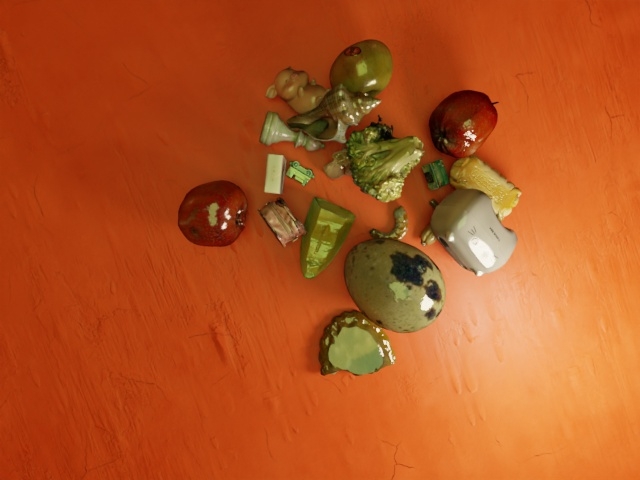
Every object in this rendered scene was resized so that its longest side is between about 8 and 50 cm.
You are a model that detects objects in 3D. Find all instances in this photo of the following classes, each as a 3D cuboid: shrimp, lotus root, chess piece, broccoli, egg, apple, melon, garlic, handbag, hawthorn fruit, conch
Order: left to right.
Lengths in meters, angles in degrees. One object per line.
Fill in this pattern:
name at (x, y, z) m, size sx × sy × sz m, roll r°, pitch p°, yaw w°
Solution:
hawthorn fruit at (-0.443, -0.100, 1.753) m, size 0.299 × 0.275 × 0.276 m, roll -12°, pitch 94°, yaw 11°
handbag at (-0.159, -0.076, 1.794) m, size 0.116 × 0.179 × 0.205 m, roll -36°, pitch 84°, yaw -5°
chess piece at (-0.109, -0.432, 1.803) m, size 0.271 × 0.139 × 0.139 m, roll 15°, pitch 94°, yaw -13°
melon at (0.000, 0.000, 1.825) m, size 0.196 × 0.124 × 0.324 m, roll 23°, pitch 101°, yaw 3°
conch at (0.056, -0.471, 1.655) m, size 0.386 × 0.169 × 0.203 m, roll -10°, pitch 88°, yaw 43°
garlic at (0.094, -0.323, 1.820) m, size 0.174 × 0.099 × 0.124 m, roll -21°, pitch 111°, yaw 5°
apple at (0.165, -0.659, 1.714) m, size 0.260 × 0.261 × 0.194 m, roll -24°, pitch 86°, yaw 2°
broccoli at (0.255, -0.324, 1.677) m, size 0.280 × 0.348 × 0.293 m, roll -21°, pitch 123°, yaw 39°
shrimp at (0.292, -0.070, 1.861) m, size 0.165 × 0.049 × 0.161 m, roll 0°, pitch 96°, yaw 8°
egg at (0.289, 0.170, 1.728) m, size 0.428 × 0.345 × 0.345 m, roll 40°, pitch 94°, yaw 13°
lotus root at (0.480, -0.037, 1.850) m, size 0.073 × 0.062 × 0.150 m, roll 42°, pitch 91°, yaw 20°
hawthorn fruit at (0.595, -0.477, 1.735) m, size 0.300 × 0.254 × 0.254 m, roll -26°, pitch 94°, yaw -10°

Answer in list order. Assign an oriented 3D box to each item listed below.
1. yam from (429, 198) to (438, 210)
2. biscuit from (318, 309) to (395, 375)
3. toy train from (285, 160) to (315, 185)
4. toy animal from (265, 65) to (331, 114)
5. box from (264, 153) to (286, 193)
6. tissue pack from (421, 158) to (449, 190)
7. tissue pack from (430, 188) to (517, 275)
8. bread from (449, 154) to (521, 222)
yam at (0.520, -0.117, 1.859) m, size 0.032 × 0.032 × 0.145 m, roll -43°, pitch 93°, yaw 3°
biscuit at (0.141, 0.485, 1.884) m, size 0.329 × 0.078 × 0.335 m, roll 44°, pitch 91°, yaw 1°
toy train at (-0.087, -0.285, 1.839) m, size 0.122 × 0.050 × 0.081 m, roll 32°, pitch 98°, yaw -3°
toy animal at (-0.078, -0.601, 1.765) m, size 0.250 × 0.154 × 0.166 m, roll 37°, pitch 55°, yaw 8°
box at (-0.180, -0.262, 1.748) m, size 0.066 × 0.233 × 0.150 m, roll 9°, pitch 96°, yaw -3°
tissue pack at (0.477, -0.275, 1.828) m, size 0.085 × 0.079 × 0.111 m, roll -24°, pitch 96°, yaw -33°
tissue pack at (0.600, -0.023, 1.739) m, size 0.236 × 0.229 × 0.333 m, roll -47°, pitch 110°, yaw -11°
bread at (0.673, -0.226, 1.805) m, size 0.311 × 0.121 × 0.173 m, roll 39°, pitch 89°, yaw -3°
